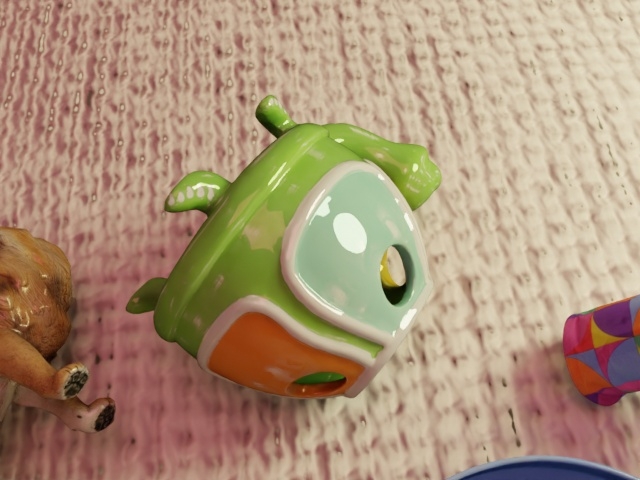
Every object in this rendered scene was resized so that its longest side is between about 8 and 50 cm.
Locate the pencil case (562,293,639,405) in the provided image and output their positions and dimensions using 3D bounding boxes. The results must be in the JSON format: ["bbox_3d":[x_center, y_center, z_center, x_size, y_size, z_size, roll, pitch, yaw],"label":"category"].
[{"bbox_3d":[0.338,0.082,0.658,0.104,0.236,0.104,19,60,-35],"label":"pencil case"}]

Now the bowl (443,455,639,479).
[{"bbox_3d":[0.188,0.368,0.556,0.391,0.077,0.391,0,58,-1],"label":"bowl"}]

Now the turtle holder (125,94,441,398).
[{"bbox_3d":[-0.011,0.016,0.726,0.227,0.243,0.320,35,25,4],"label":"turtle holder"}]

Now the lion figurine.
[{"bbox_3d":[-0.343,0.169,0.671,0.240,0.142,0.392,24,66,24],"label":"lion figurine"}]
